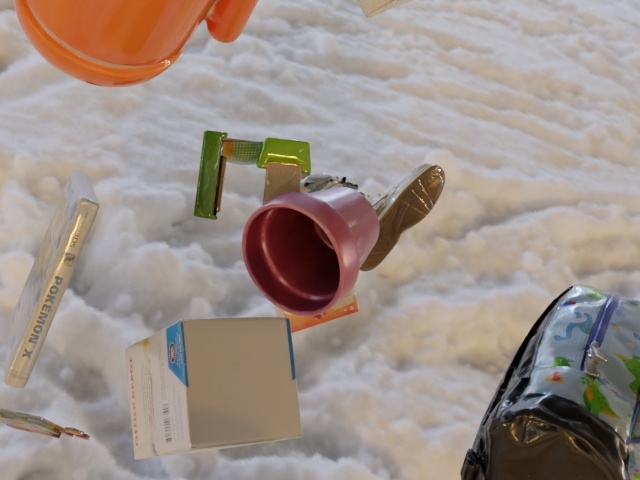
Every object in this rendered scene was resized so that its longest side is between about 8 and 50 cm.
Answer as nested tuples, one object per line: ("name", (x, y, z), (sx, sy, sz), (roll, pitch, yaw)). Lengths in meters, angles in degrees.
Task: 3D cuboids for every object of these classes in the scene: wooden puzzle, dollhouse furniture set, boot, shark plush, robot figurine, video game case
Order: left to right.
("wooden puzzle", (-0.206, 0.129, 0.620), (0.083, 0.049, 0.006), (7, 67, 17))
("video game case", (-0.437, 0.046, 1.428), (0.036, 0.299, 0.329), (22, 5, -20))
("robot figurine", (-0.127, -0.186, 0.576), (0.158, 0.219, 0.128), (-25, 80, -39))
("dollhouse furniture set", (-0.127, -0.120, 1.656), (0.198, 0.151, 0.301), (6, 6, -6))
("shark plush", (0.006, -0.125, 2.059), (0.161, 0.067, 0.073), (-11, 31, -28))
("boot", (0.114, -0.080, 1.809), (0.095, 0.262, 0.203), (41, -1, -40))

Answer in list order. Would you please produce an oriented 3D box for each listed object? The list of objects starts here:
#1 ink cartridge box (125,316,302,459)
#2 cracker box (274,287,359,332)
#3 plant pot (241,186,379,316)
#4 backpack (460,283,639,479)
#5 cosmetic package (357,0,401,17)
("ink cartridge box", (-0.160, 0.213, 1.264), (0.168, 0.233, 0.171), (1, 75, -31))
("cracker box", (-0.025, 0.049, 1.735), (0.156, 0.232, 0.067), (-17, 13, -19))
("plant pot", (0.000, 0.000, 1.465), (0.201, 0.201, 0.180), (34, 38, 18))
("backpack", (0.302, 0.207, 0.997), (0.274, 0.290, 0.355), (6, 30, 12))
("cosmetic package", (0.139, -0.543, 1.102), (0.393, 0.328, 0.329), (60, 25, -8))
